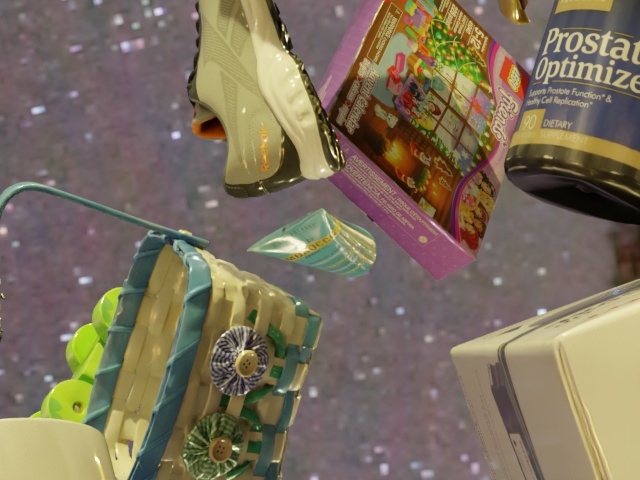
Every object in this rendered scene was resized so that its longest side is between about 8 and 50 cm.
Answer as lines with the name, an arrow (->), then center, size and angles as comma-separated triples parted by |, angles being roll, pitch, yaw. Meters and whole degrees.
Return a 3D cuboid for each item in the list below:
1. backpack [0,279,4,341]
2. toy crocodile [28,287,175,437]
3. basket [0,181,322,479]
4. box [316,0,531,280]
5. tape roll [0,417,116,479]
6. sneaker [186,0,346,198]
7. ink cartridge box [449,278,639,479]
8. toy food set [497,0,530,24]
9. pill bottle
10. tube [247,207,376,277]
backpack -> -0.359, 0.059, 1.575 | 0.114, 0.105, 0.084 | -97, -3, -49
toy crocodile -> -0.231, 0.160, 1.710 | 0.105, 0.115, 0.340 | 32, -132, -9
basket -> -0.158, 0.100, 1.362 | 0.289, 0.201, 0.254 | 13, -85, -17
box -> 0.100, -0.128, 1.594 | 0.201, 0.057, 0.293 | 42, -138, -18
tape roll -> -0.239, 0.238, 1.067 | 0.246, 0.246, 0.169 | 19, -131, -56
sneaker -> -0.073, -0.152, 1.353 | 0.100, 0.108, 0.271 | 59, -172, -57
ink cartridge box -> 0.276, 0.101, 1.148 | 0.395, 0.285, 0.166 | 137, 113, -83
toy food set -> 0.218, -0.321, 1.694 | 0.218, 0.071, 0.128 | 80, -179, -57
pill bottle -> 0.216, -0.131, 1.146 | 0.123, 0.123, 0.219 | 30, -105, -53
tube -> 0.000, 0.000, 1.546 | 0.052, 0.080, 0.207 | 59, -167, 16
